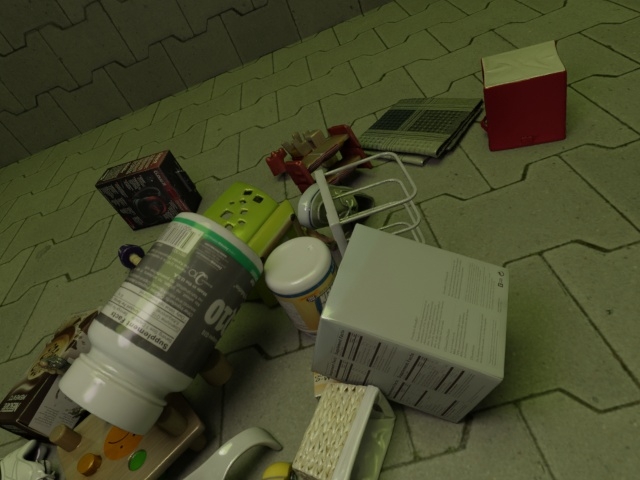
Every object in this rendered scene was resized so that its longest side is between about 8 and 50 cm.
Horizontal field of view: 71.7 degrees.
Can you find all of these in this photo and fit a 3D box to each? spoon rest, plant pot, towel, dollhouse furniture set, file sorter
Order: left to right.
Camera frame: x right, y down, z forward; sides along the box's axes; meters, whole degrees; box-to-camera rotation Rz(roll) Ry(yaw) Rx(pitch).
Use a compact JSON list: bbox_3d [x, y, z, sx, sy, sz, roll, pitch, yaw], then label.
[{"bbox_3d":[-0.192,0.435,0.759,0.137,0.084,0.276,23,59,43],"label":"spoon rest"},{"bbox_3d":[-0.160,0.017,1.099,0.207,0.228,0.227,15,54,32],"label":"plant pot"},{"bbox_3d":[-0.035,-0.235,1.395,0.201,0.152,0.374,-41,24,-16],"label":"dollhouse furniture set"},{"bbox_3d":[0.120,-0.012,0.936,0.173,0.277,0.193,-18,40,4],"label":"file sorter"},{"bbox_3d":[0.304,-0.352,1.392,0.324,0.056,0.312,16,52,42],"label":"towel"}]

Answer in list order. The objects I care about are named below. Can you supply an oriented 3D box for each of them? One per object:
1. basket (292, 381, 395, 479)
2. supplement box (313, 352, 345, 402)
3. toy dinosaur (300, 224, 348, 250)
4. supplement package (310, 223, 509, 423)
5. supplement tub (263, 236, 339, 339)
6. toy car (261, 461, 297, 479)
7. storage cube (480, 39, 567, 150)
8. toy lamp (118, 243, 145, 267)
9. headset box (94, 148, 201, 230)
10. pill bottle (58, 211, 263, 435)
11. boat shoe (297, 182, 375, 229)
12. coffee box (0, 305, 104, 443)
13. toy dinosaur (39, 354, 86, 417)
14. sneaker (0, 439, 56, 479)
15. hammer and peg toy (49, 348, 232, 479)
[{"bbox_3d":[0.041,0.330,0.726,0.103,0.113,0.167,1,46,32],"label":"basket"},{"bbox_3d":[0.021,0.263,0.868,0.062,0.036,0.098,-17,40,12],"label":"supplement box"},{"bbox_3d":[0.000,0.000,1.125,0.183,0.092,0.053,18,57,41],"label":"toy dinosaur"},{"bbox_3d":[0.144,0.138,0.742,0.263,0.198,0.199,18,51,8],"label":"supplement package"},{"bbox_3d":[-0.018,0.105,0.935,0.144,0.199,0.144,-15,41,14],"label":"supplement tub"},{"bbox_3d":[-0.090,0.485,0.672,0.225,0.053,0.239,-37,40,-13],"label":"toy car"},{"bbox_3d":[0.533,-0.380,1.176,0.215,0.193,0.183,-5,44,22],"label":"storage cube"},{"bbox_3d":[-0.543,0.075,1.354,0.275,0.080,0.080,25,61,40],"label":"toy lamp"},{"bbox_3d":[-0.573,-0.171,1.526,0.293,0.218,0.110,-12,41,18],"label":"headset box"},{"bbox_3d":[-0.281,0.143,0.815,0.204,0.204,0.361,14,63,38],"label":"pill bottle"},{"bbox_3d":[0.047,-0.092,1.106,0.094,0.109,0.302,10,17,26],"label":"boat shoe"},{"bbox_3d":[-0.611,0.317,1.065,0.168,0.119,0.297,-15,38,34],"label":"coffee box"},{"bbox_3d":[-0.485,0.327,0.985,0.064,0.268,0.118,21,95,65],"label":"toy dinosaur"},{"bbox_3d":[-0.589,0.514,0.880,0.118,0.110,0.292,-35,40,-24],"label":"sneaker"},{"bbox_3d":[-0.347,0.354,0.900,0.361,0.127,0.266,-43,40,-20],"label":"hammer and peg toy"}]
